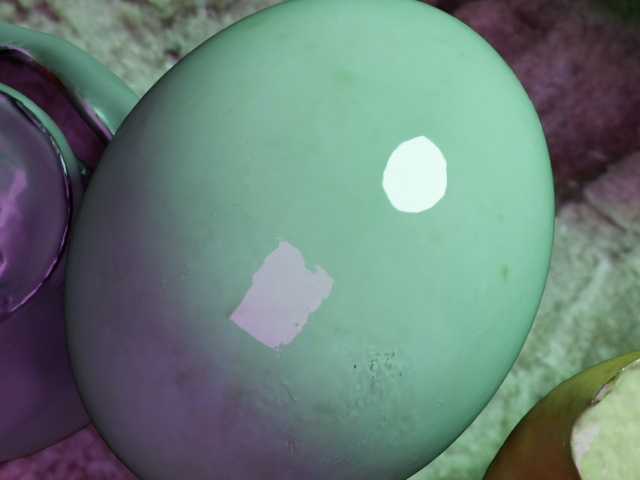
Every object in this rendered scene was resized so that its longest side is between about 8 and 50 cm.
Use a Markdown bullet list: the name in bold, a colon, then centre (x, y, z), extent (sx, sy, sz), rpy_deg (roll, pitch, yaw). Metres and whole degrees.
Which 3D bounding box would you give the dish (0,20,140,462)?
- **dish**: centre (-0.249, -0.013, 0.912), extent (0.324, 0.124, 0.324), rpy_deg (1, 79, -4)

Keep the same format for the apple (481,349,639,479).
- **apple**: centre (0.212, 0.214, 0.882), extent (0.251, 0.163, 0.293), rpy_deg (27, 83, -11)

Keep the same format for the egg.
- **egg**: centre (0.000, 0.000, 0.831), extent (0.276, 0.276, 0.389), rpy_deg (33, 46, 3)
